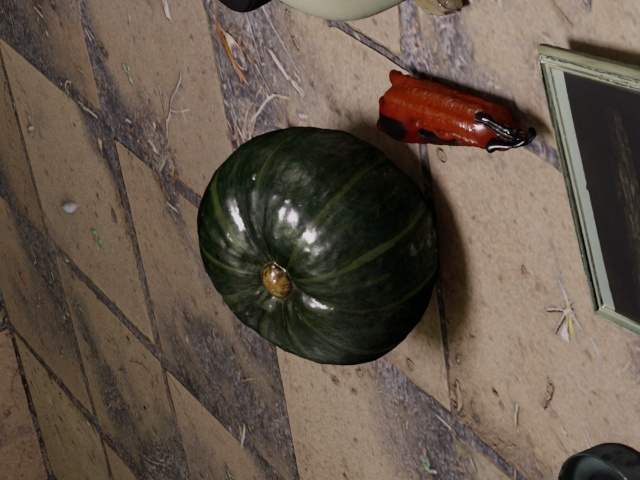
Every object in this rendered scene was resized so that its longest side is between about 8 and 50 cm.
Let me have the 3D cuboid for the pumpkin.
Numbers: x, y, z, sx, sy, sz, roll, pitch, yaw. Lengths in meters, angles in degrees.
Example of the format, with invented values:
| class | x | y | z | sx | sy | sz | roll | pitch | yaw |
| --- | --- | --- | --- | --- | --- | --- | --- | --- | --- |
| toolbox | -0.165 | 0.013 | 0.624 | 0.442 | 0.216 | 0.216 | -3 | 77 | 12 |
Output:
| class | x | y | z | sx | sy | sz | roll | pitch | yaw |
| --- | --- | --- | --- | --- | --- | --- | --- | --- | --- |
| pumpkin | 0.000 | 0.000 | 2.040 | 0.300 | 0.207 | 0.300 | 24 | 139 | 23 |

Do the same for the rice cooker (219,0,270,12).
| class | x | y | z | sx | sy | sz | roll | pitch | yaw |
| --- | --- | --- | --- | --- | --- | --- | --- | --- | --- |
| rice cooker | -0.103 | -0.366 | 2.027 | 0.203 | 0.118 | 0.142 | 62 | 158 | 5 |

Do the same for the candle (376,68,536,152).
| class | x | y | z | sx | sy | sz | roll | pitch | yaw |
| --- | --- | --- | --- | --- | --- | --- | --- | --- | --- |
| candle | 0.138 | -0.124 | 1.821 | 0.302 | 0.059 | 0.084 | 25 | 147 | 61 |

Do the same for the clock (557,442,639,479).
| class | x | y | z | sx | sy | sz | roll | pitch | yaw |
| --- | --- | --- | --- | --- | --- | --- | --- | --- | --- |
| clock | 0.334 | 0.316 | 1.856 | 0.215 | 0.042 | 0.215 | 49 | 153 | 35 |

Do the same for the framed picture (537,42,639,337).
| class | x | y | z | sx | sy | sz | roll | pitch | yaw |
| --- | --- | --- | --- | --- | --- | --- | --- | --- | --- |
| framed picture | 0.284 | -0.025 | 1.571 | 0.231 | 0.018 | 0.293 | 27 | 138 | 61 |

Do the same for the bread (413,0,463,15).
| class | x | y | z | sx | sy | sz | roll | pitch | yaw |
| --- | --- | --- | --- | --- | --- | --- | --- | --- | --- |
| bread | 0.066 | -0.284 | 1.754 | 0.152 | 0.105 | 0.077 | 70 | 164 | -9 |

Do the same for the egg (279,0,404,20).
| class | x | y | z | sx | sy | sz | roll | pitch | yaw |
| --- | --- | --- | --- | --- | --- | --- | --- | --- | --- |
| egg | -0.003 | -0.347 | 1.608 | 0.286 | 0.264 | 0.174 | 55 | -162 | 19 |

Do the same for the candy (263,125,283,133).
| class | x | y | z | sx | sy | sz | roll | pitch | yaw |
| --- | --- | --- | --- | --- | --- | --- | --- | --- | --- |
| candy | -0.020 | -0.056 | 2.220 | 0.174 | 0.071 | 0.138 | 39 | 143 | 46 |
